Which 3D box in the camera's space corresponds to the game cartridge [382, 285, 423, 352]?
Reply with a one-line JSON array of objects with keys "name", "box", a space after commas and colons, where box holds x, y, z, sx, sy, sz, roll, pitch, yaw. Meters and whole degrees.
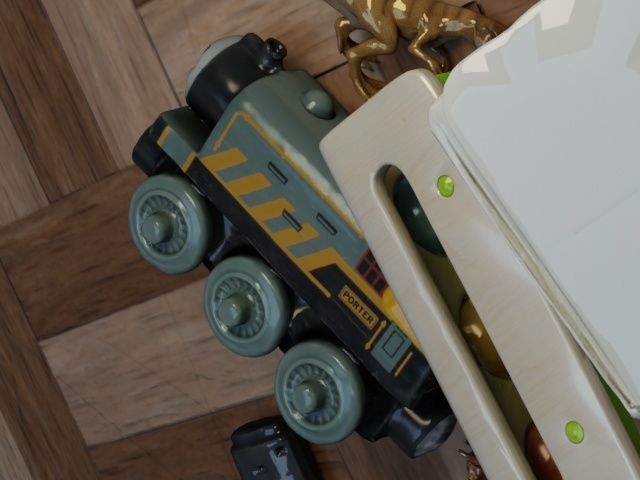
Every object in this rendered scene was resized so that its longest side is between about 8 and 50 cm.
[{"name": "game cartridge", "box": [0.240, 0.035, 1.170, 0.285, 0.052, 0.323, 47, 115, 4]}]

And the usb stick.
[{"name": "usb stick", "box": [0.002, 0.278, 1.646, 0.077, 0.045, 0.278, -16, 98, 49]}]

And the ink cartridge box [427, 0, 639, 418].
[{"name": "ink cartridge box", "box": [0.250, -0.086, 0.901, 0.279, 0.384, 0.160, -37, 82, 23]}]

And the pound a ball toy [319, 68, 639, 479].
[{"name": "pound a ball toy", "box": [0.154, 0.052, 1.113, 0.135, 0.208, 0.319, -37, 76, 45]}]

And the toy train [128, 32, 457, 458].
[{"name": "toy train", "box": [0.000, 0.000, 1.448, 0.334, 0.142, 0.190, 47, 124, 19]}]

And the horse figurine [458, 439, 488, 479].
[{"name": "horse figurine", "box": [0.218, 0.247, 1.402, 0.263, 0.066, 0.175, 23, 130, 37]}]

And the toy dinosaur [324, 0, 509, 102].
[{"name": "toy dinosaur", "box": [0.033, -0.162, 1.366, 0.211, 0.064, 0.112, 22, 131, 4]}]
